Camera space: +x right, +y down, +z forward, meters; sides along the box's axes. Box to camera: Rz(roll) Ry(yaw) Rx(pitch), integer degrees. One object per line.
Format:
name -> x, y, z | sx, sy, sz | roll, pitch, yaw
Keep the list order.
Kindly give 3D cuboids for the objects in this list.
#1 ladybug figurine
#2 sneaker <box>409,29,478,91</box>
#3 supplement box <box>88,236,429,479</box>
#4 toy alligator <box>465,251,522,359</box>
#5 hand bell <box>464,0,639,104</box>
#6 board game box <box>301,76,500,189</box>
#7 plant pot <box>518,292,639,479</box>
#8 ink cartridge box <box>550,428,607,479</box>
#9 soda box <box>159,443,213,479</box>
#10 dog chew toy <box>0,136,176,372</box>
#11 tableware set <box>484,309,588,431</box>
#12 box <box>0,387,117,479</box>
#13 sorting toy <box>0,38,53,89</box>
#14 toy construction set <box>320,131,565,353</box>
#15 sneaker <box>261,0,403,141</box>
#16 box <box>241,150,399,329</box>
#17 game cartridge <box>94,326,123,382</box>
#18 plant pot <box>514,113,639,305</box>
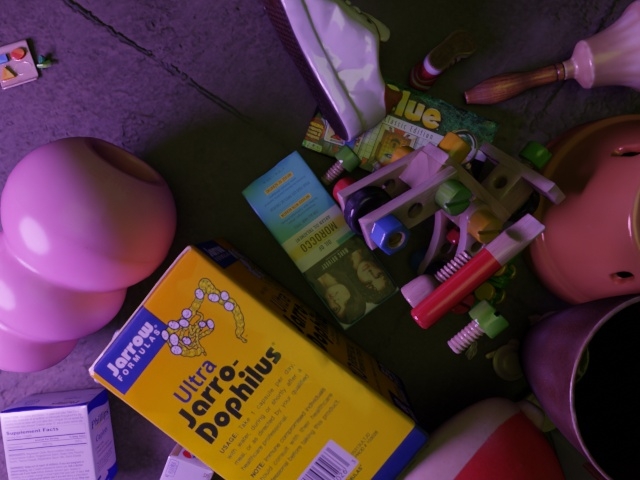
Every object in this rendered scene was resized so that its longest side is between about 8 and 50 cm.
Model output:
ladybug figurine -> 0.171, 0.411, 0.614 | 0.305, 0.162, 0.449 | 29, 92, -40
sneaker -> 0.175, -0.260, 0.699 | 0.118, 0.067, 0.042 | -37, 90, -29
supplement box -> -0.069, 0.181, 0.637 | 0.356, 0.194, 0.195 | 39, 92, -2
toy alligator -> 0.238, 0.080, 0.710 | 0.051, 0.056, 0.190 | 28, 97, 41
hand bell -> 0.328, -0.234, 0.680 | 0.242, 0.126, 0.126 | -14, 93, 13
board game box -> 0.116, -0.154, 0.706 | 0.259, 0.030, 0.136 | 20, 91, -2
plant pot -> 0.354, 0.164, 0.605 | 0.215, 0.230, 0.215 | 0, 88, -3
ink cartridge box -> 0.501, 0.303, 0.642 | 0.283, 0.207, 0.117 | -19, 94, 1
soda box -> -0.217, 0.406, 0.708 | 0.069, 0.074, 0.216 | 21, 93, -2
dog chew toy -> -0.337, 0.033, 0.634 | 0.206, 0.206, 0.332 | 36, 100, -2
tableware set -> 0.343, 0.197, 0.729 | 0.141, 0.020, 0.169 | -30, 90, -4
box -> -0.377, 0.296, 0.702 | 0.126, 0.072, 0.137 | -5, 94, 0
sorting toy -> -0.436, -0.262, 0.702 | 0.083, 0.012, 0.062 | -17, 93, 1
toy construction set -> 0.176, -0.040, 0.561 | 0.237, 0.309, 0.257 | -43, 107, 11
sneaker -> 0.011, -0.285, 0.631 | 0.123, 0.106, 0.290 | -33, 110, -4
box -> 0.000, 0.000, 0.696 | 0.100, 0.060, 0.244 | -37, 92, 1
game cartridge -> -0.297, 0.162, 0.704 | 0.017, 0.056, 0.083 | 26, 92, 5
plant pot -> 0.437, -0.030, 0.628 | 0.290, 0.203, 0.291 | 0, 94, -1
